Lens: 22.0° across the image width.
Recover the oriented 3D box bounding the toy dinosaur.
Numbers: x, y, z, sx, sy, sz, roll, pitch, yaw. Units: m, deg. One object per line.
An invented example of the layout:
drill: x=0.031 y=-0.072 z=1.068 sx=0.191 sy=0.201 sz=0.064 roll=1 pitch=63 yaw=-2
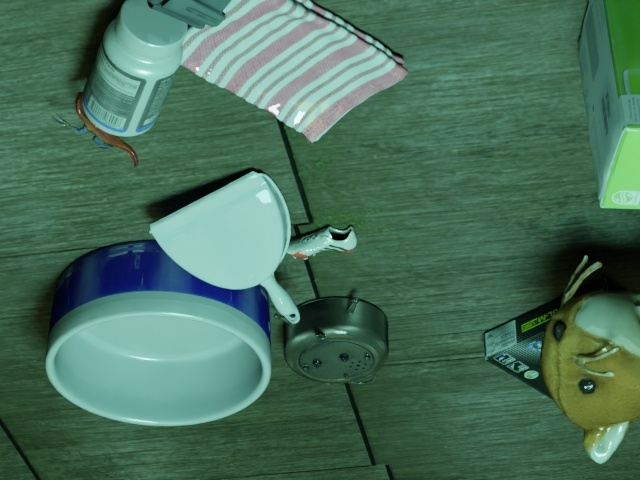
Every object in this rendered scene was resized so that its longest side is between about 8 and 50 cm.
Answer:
toy dinosaur: x=-0.220 y=-0.120 z=1.657 sx=0.090 sy=0.047 sz=0.082 roll=28 pitch=174 yaw=9

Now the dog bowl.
dog bowl: x=-0.190 y=0.114 z=1.957 sx=0.265 sy=0.104 sz=0.265 roll=0 pitch=145 yaw=0

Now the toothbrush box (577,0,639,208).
toothbrush box: x=0.394 y=-0.140 z=1.514 sx=0.283 sy=0.206 sz=0.122 roll=3 pitch=144 yaw=-3

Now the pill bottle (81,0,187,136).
pill bottle: x=-0.177 y=-0.168 z=1.575 sx=0.078 sy=0.078 sz=0.137 roll=11 pitch=143 yaw=-17

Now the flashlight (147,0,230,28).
flashlight: x=-0.210 y=-0.270 z=1.415 sx=0.304 sy=0.103 sz=0.103 roll=24 pitch=165 yaw=-32

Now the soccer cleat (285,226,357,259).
soccer cleat: x=0.000 y=0.000 z=1.865 sx=0.083 sy=0.029 sz=0.035 roll=-4 pitch=136 yaw=-1

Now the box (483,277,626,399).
box: x=0.331 y=0.132 z=2.043 sx=0.191 sy=0.045 sz=0.184 roll=-28 pitch=135 yaw=34

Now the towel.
towel: x=-0.031 y=-0.175 z=1.611 sx=0.197 sy=0.029 sz=0.144 roll=27 pitch=136 yaw=-33

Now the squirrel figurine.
squirrel figurine: x=0.446 y=0.118 z=1.808 sx=0.370 sy=0.281 sz=0.397 roll=-29 pitch=144 yaw=24

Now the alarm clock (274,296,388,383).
alarm clock: x=0.026 y=0.137 z=2.033 sx=0.129 sy=0.064 sz=0.192 roll=-12 pitch=146 yaw=16

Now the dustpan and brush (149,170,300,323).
dustpan and brush: x=-0.078 y=0.024 z=1.845 sx=0.147 sy=0.060 sz=0.211 roll=-27 pitch=114 yaw=12
